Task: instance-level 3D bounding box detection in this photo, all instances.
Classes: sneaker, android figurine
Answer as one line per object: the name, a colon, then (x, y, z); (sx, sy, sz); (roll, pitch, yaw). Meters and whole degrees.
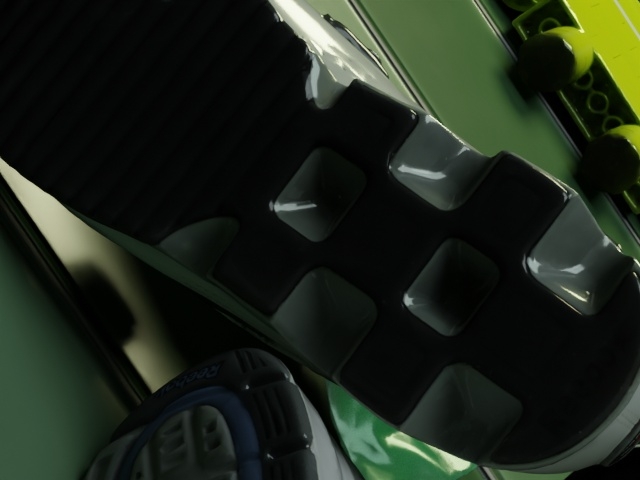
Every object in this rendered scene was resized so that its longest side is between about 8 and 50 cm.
sneaker: (-0.015, -0.023, 0.651); (0.330, 0.122, 0.146); (43, 0, 22)
android figurine: (0.224, -0.113, 1.310); (0.248, 0.056, 0.273); (57, 25, 0)
sneaker: (0.012, 0.170, 0.521); (0.129, 0.111, 0.297); (41, 29, -42)

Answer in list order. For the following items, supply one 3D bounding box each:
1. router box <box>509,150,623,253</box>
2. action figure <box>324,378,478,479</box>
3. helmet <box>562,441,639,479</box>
router box: (0.138, 0.018, 1.012); (0.122, 0.038, 0.092); (36, 31, -37)
action figure: (0.000, 0.000, 0.749); (0.137, 0.063, 0.232); (-12, 74, -62)
helmet: (0.163, 0.168, 0.732); (0.169, 0.169, 0.161); (46, 42, -22)
